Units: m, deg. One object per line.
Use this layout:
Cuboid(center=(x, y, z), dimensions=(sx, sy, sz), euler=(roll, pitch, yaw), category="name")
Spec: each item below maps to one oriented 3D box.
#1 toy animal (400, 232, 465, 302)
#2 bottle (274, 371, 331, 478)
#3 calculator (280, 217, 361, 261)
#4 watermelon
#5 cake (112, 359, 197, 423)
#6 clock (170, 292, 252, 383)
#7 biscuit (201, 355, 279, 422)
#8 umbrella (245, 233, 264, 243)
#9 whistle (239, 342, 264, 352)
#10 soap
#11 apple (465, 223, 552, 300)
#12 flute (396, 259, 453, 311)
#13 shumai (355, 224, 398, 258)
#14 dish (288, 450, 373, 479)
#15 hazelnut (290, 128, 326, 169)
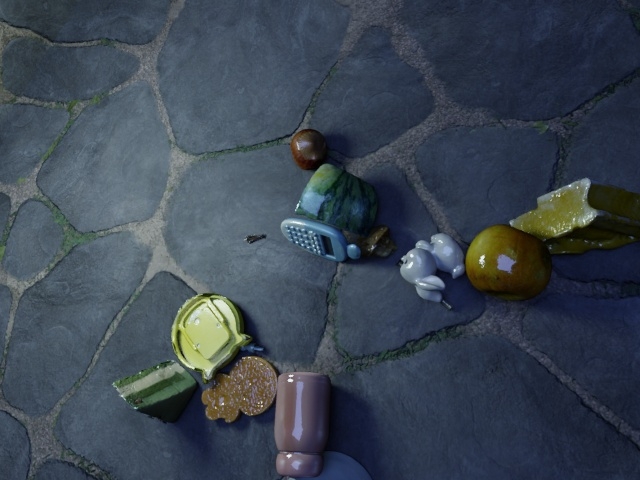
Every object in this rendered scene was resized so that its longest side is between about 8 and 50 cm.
Cuboid(center=(0.361, 0.080, 1.381), dimensions=(0.193, 0.127, 0.178), euler=(-40, 70, -14), category="toy animal")
Cuboid(center=(-0.060, 0.573, 1.350), dimensions=(0.173, 0.206, 0.296), euler=(9, 63, -17), category="bottle")
Cuboid(center=(0.000, 0.000, 1.490), dimensions=(0.303, 0.188, 0.042), euler=(16, 60, 19), category="calculator")
Cuboid(center=(0.060, -0.124, 1.521), dimensions=(0.262, 0.201, 0.212), euler=(24, 80, -7), category="watermelon")
Cuboid(center=(-0.549, 0.491, 1.475), dimensions=(0.158, 0.283, 0.172), euler=(30, 69, 20), category="cake")
Cuboid(center=(-0.400, 0.335, 1.572), dimensions=(0.277, 0.071, 0.293), euler=(-40, 67, 3), category="clock")
Cuboid(center=(-0.274, 0.520, 1.504), dimensions=(0.289, 0.044, 0.202), euler=(-31, 69, 8), category="biscuit")
Cuboid(center=(-0.252, -0.010, 1.652), dimensions=(0.083, 0.020, 0.031), euler=(-12, 73, 7), category="umbrella")
Cuboid(center=(-0.247, 0.378, 1.538), dimensions=(0.100, 0.035, 0.035), euler=(6, 77, 16), category="whistle")
Cuboid(center=(0.816, -0.037, 1.344), dimensions=(0.339, 0.304, 0.169), euler=(10, 68, -22), category="soap")
Cuboid(center=(0.555, 0.064, 1.294), dimensions=(0.237, 0.237, 0.207), euler=(15, 77, 19), category="apple")
Cuboid(center=(0.344, 0.146, 1.436), dimensions=(0.233, 0.027, 0.027), euler=(43, 90, 21), category="flute")
Cuboid(center=(0.186, 0.015, 1.487), dimensions=(0.123, 0.139, 0.105), euler=(-8, 105, 42), category="shumai")
Cuboid(center=(0.018, 0.813, 1.310), dimensions=(0.317, 0.106, 0.316), euler=(-4, 74, 15), category="dish")
Cuboid(center=(-0.052, -0.340, 1.625), dimensions=(0.143, 0.143, 0.153), euler=(-6, 90, 14), category="hazelnut")
